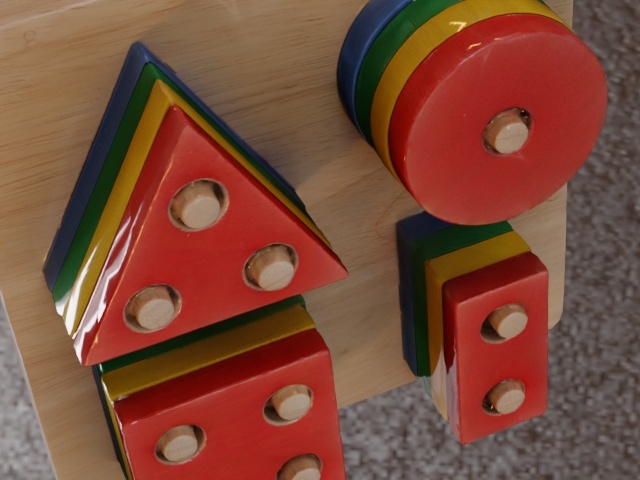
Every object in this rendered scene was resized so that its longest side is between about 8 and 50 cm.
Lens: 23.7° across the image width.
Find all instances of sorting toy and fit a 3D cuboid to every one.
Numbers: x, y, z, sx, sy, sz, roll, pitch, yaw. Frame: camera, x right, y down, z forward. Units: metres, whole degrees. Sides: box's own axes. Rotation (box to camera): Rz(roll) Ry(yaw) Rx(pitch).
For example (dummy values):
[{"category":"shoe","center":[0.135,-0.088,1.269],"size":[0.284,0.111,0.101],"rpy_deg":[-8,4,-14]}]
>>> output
[{"category":"sorting toy","center":[0.000,0.000,0.627],"size":[0.089,0.257,0.255],"rpy_deg":[-123,20,-45]}]
